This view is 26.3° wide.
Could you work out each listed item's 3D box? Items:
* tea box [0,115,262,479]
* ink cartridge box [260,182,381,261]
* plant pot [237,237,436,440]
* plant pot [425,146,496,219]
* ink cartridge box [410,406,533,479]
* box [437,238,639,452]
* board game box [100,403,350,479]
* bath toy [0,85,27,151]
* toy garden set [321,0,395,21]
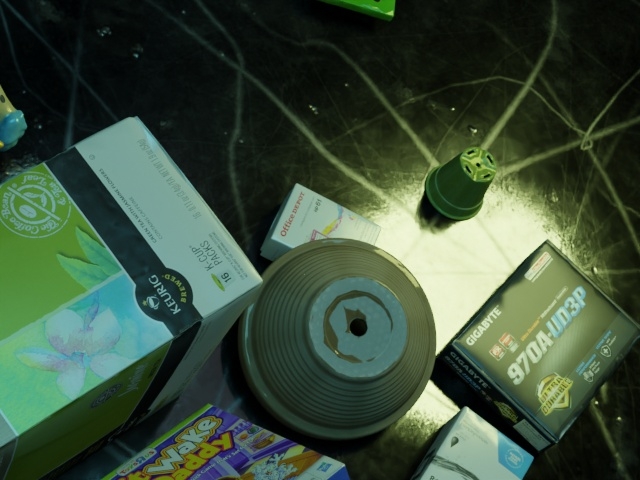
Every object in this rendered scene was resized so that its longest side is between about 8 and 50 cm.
[{"bbox_3d":[-0.281,0.098,1.354,0.323,0.329,0.220,-33,80,-31],"label":"tea box"},{"bbox_3d":[0.000,0.000,1.672,0.122,0.052,0.088,26,59,-5],"label":"ink cartridge box"},{"bbox_3d":[0.030,0.108,1.564,0.237,0.110,0.237,3,79,-14],"label":"plant pot"},{"bbox_3d":[0.188,-0.080,1.767,0.083,0.079,0.083,8,63,-16],"label":"plant pot"},{"bbox_3d":[0.156,0.296,1.576,0.104,0.060,0.180,37,58,0],"label":"ink cartridge box"},{"bbox_3d":[0.278,0.129,1.711,0.175,0.051,0.220,44,59,5],"label":"box"},{"bbox_3d":[-0.163,0.313,1.351,0.347,0.233,0.078,-34,120,-31],"label":"board game box"},{"bbox_3d":[-0.422,-0.063,1.422,0.129,0.151,0.348,39,29,-12],"label":"bath toy"},{"bbox_3d":[0.007,-0.423,1.893,0.204,0.049,0.244,14,61,-16],"label":"toy garden set"}]
